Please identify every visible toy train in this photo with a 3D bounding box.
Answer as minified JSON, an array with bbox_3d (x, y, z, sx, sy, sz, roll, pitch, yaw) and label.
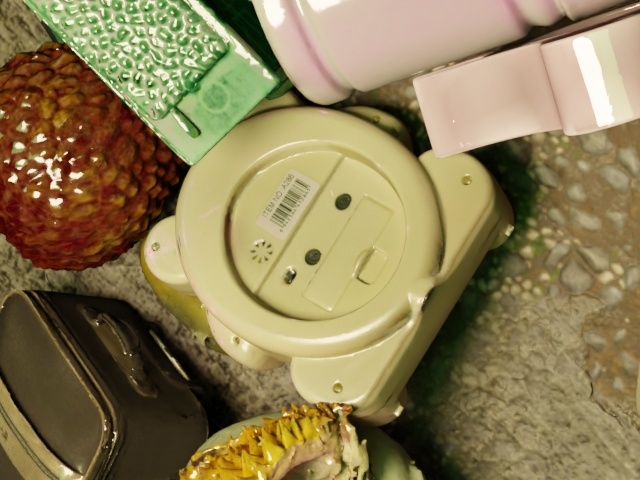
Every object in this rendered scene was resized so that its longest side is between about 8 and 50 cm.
[{"bbox_3d":[-0.135,-0.223,1.341,0.266,0.202,0.145,45,121,-8],"label":"toy train"}]

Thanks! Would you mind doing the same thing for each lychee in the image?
[{"bbox_3d":[-0.252,-0.094,1.463,0.236,0.236,0.271,44,83,11],"label":"lychee"}]

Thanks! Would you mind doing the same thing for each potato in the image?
[{"bbox_3d":[-0.121,0.060,1.503,0.188,0.085,0.105,44,148,13],"label":"potato"}]

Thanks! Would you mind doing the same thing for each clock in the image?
[{"bbox_3d":[0.211,-0.142,1.223,0.290,0.275,0.080,-16,97,29],"label":"clock"},{"bbox_3d":[0.000,0.000,1.385,0.309,0.114,0.284,30,86,28],"label":"clock"}]

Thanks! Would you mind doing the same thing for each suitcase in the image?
[{"bbox_3d":[-0.306,0.269,1.545,0.283,0.194,0.434,47,115,41],"label":"suitcase"}]

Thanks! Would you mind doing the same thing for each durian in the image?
[{"bbox_3d":[-0.071,0.299,1.325,0.196,0.185,0.305,9,118,34],"label":"durian"}]

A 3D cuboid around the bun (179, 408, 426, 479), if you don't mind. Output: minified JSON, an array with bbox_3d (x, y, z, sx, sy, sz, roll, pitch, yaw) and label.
[{"bbox_3d":[-0.006,0.296,1.453,0.293,0.187,0.293,4,107,14],"label":"bun"}]

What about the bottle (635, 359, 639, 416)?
[{"bbox_3d":[0.417,0.130,1.268,0.253,0.120,0.120,12,105,22],"label":"bottle"}]

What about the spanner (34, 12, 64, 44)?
[{"bbox_3d":[-0.322,-0.302,1.564,0.087,0.024,0.316,-36,84,20],"label":"spanner"}]

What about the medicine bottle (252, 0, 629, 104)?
[{"bbox_3d":[0.111,-0.264,1.257,0.325,0.212,0.212,-18,93,18],"label":"medicine bottle"}]
